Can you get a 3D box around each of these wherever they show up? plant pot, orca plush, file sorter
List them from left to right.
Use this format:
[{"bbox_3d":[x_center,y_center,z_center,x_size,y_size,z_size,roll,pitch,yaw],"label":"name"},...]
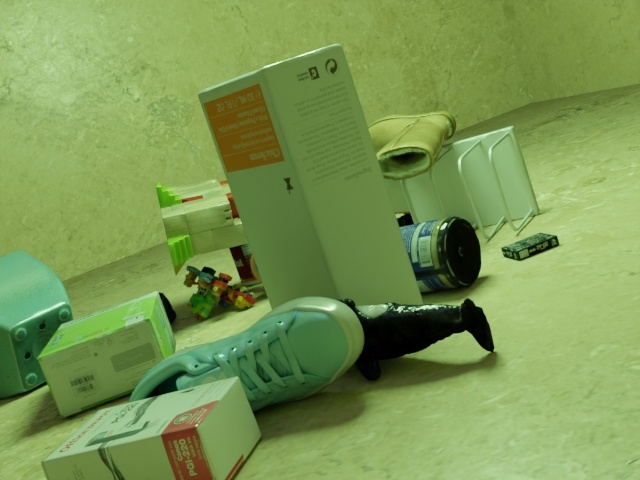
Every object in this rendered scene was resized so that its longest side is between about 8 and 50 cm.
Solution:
[{"bbox_3d":[-0.643,0.192,1.950,0.252,0.247,0.247,13,28,40],"label":"plant pot"},{"bbox_3d":[0.100,0.153,1.275,0.287,0.102,0.151,-2,-28,30],"label":"orca plush"},{"bbox_3d":[0.280,-0.093,1.921,0.277,0.193,0.173,-13,13,30],"label":"file sorter"}]

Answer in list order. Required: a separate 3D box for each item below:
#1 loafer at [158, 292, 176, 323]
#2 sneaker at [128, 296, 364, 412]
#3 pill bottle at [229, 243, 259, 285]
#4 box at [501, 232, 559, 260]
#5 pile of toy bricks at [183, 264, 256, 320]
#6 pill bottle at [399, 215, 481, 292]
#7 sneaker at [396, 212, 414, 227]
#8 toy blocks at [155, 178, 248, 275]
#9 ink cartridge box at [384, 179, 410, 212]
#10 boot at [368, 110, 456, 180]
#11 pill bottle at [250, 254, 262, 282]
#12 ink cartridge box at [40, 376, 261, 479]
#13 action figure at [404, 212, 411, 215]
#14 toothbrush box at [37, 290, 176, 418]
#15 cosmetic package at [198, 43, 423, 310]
[{"bbox_3d":[-0.384,0.169,2.031,0.080,0.078,0.220,-17,9,8],"label":"loafer"},{"bbox_3d":[-0.110,0.191,1.253,0.365,0.135,0.150,-26,6,30],"label":"sneaker"},{"bbox_3d":[-0.173,0.026,2.224,0.086,0.152,0.086,-18,9,3],"label":"pill bottle"},{"bbox_3d":[0.375,0.010,1.655,0.083,0.018,0.067,-21,9,-11],"label":"box"},{"bbox_3d":[-0.247,0.127,2.016,0.212,0.118,0.105,10,67,50],"label":"pile of toy bricks"},{"bbox_3d":[0.160,0.034,1.620,0.219,0.123,0.122,-10,12,39],"label":"pill bottle"},{"bbox_3d":[0.169,-0.026,2.145,0.152,0.058,0.084,-12,1,-1],"label":"sneaker"},{"bbox_3d":[-0.223,-0.064,2.070,0.260,0.191,0.381,-13,17,-9],"label":"toy blocks"},{"bbox_3d":[0.076,-0.129,2.154,0.272,0.114,0.197,6,7,36],"label":"ink cartridge box"},{"bbox_3d":[0.153,-0.193,1.921,0.236,0.089,0.269,-15,17,27],"label":"boot"},{"bbox_3d":[-0.055,0.021,2.092,0.130,0.131,0.245,-11,12,37],"label":"pill bottle"},{"bbox_3d":[-0.205,0.257,1.139,0.217,0.092,0.158,-18,9,18],"label":"ink cartridge box"},{"bbox_3d":[0.099,-0.158,2.318,0.330,0.341,0.178,-13,28,31],"label":"action figure"},{"bbox_3d":[-0.386,0.202,1.715,0.206,0.122,0.283,-20,10,-5],"label":"toothbrush box"},{"bbox_3d":[-0.018,-0.066,1.521,0.161,0.454,0.230,-25,11,-32],"label":"cosmetic package"}]
